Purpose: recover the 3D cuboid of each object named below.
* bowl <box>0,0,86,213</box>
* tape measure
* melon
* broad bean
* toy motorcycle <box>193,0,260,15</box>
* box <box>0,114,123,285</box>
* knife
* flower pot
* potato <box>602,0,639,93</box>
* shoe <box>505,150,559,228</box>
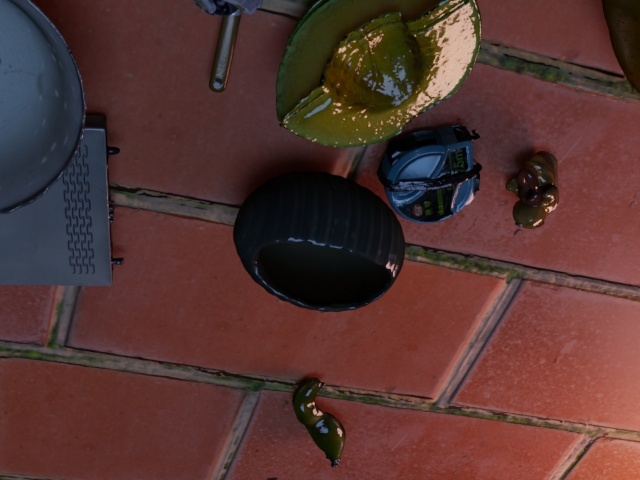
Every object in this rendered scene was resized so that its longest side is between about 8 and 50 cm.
[{"bbox_3d":[-0.422,-0.188,1.043,0.313,0.146,0.313,-3,122,-6],"label":"bowl"},{"bbox_3d":[0.152,-0.087,1.259,0.146,0.081,0.125,-10,127,0],"label":"tape measure"},{"bbox_3d":[0.072,-0.225,1.118,0.265,0.129,0.169,-34,148,15],"label":"melon"},{"bbox_3d":[0.001,0.319,1.591,0.070,0.048,0.213,-15,127,5],"label":"broad bean"},{"bbox_3d":[-0.159,-0.325,0.990,0.229,0.151,0.074,40,70,-28],"label":"toy motorcycle"},{"bbox_3d":[-0.373,-0.051,1.234,0.211,0.045,0.270,-1,129,-8],"label":"box"},{"bbox_3d":[-0.092,-0.292,1.091,0.046,0.022,0.256,11,122,-10],"label":"knife"},{"bbox_3d":[0.000,0.000,1.257,0.243,0.157,0.189,20,126,-20],"label":"flower pot"},{"bbox_3d":[0.448,-0.286,1.096,0.195,0.176,0.369,-36,135,-14],"label":"potato"},{"bbox_3d":[0.301,-0.071,1.303,0.069,0.072,0.109,-29,147,-37],"label":"shoe"}]
